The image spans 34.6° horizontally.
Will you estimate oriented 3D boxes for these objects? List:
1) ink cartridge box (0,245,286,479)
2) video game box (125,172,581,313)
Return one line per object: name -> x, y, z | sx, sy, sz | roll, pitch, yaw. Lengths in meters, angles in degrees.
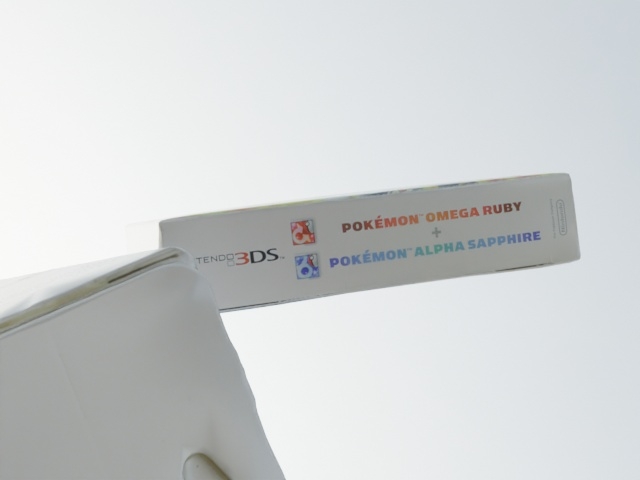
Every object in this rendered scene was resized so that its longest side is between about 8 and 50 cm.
ink cartridge box -> -0.128, 0.121, 0.435 | 0.273, 0.114, 0.197 | -11, -78, 53
video game box -> 0.000, 0.000, 0.530 | 0.205, 0.187, 0.048 | -179, -100, -75
